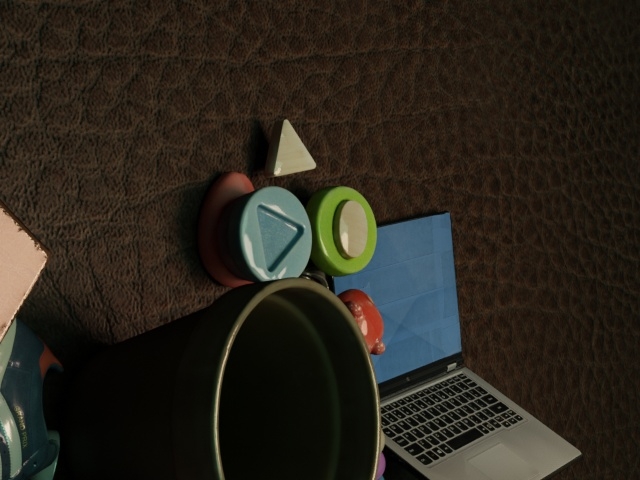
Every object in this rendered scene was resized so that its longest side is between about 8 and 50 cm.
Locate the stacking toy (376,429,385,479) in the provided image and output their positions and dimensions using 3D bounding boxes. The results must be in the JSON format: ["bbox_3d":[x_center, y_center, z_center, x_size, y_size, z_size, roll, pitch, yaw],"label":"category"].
[{"bbox_3d":[0.037,0.422,1.993,0.141,0.141,0.330,-27,114,-55],"label":"stacking toy"}]

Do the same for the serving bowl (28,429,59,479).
[{"bbox_3d":[-0.309,0.244,1.537,0.027,0.083,0.083,18,68,-22],"label":"serving bowl"}]

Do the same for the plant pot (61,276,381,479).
[{"bbox_3d":[-0.129,0.209,1.621,0.323,0.280,0.323,11,77,-55],"label":"plant pot"}]

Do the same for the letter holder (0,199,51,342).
[{"bbox_3d":[-0.433,0.005,1.316,0.302,0.152,0.214,53,47,-38],"label":"letter holder"}]

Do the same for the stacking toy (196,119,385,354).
[{"bbox_3d":[0.000,0.000,1.928,0.309,0.130,0.279,48,54,-31],"label":"stacking toy"}]

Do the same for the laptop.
[{"bbox_3d":[0.216,0.177,2.190,0.382,0.408,0.236,-13,133,-56],"label":"laptop"}]

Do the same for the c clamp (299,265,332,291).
[{"bbox_3d":[-0.018,0.107,2.033,0.137,0.022,0.161,34,57,-50],"label":"c clamp"}]

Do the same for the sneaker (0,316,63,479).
[{"bbox_3d":[-0.346,0.238,1.426,0.148,0.131,0.350,44,51,-40],"label":"sneaker"}]
